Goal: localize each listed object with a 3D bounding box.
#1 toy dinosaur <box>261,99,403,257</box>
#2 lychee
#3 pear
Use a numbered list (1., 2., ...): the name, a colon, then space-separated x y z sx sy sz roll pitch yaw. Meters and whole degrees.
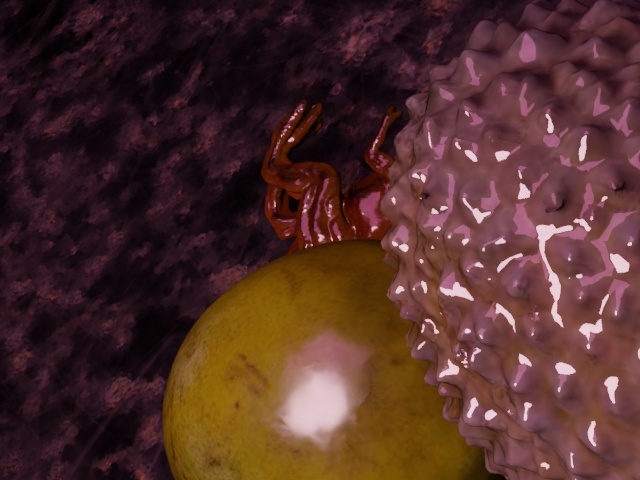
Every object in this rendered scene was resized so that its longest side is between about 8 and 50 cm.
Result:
1. toy dinosaur: 0.000 0.000 1.631 0.432 0.097 0.208 -47 52 10
2. lychee: 0.237 0.026 1.204 0.380 0.432 0.380 -61 7 13
3. pear: 0.013 0.124 1.423 0.307 0.253 0.253 -12 54 47
